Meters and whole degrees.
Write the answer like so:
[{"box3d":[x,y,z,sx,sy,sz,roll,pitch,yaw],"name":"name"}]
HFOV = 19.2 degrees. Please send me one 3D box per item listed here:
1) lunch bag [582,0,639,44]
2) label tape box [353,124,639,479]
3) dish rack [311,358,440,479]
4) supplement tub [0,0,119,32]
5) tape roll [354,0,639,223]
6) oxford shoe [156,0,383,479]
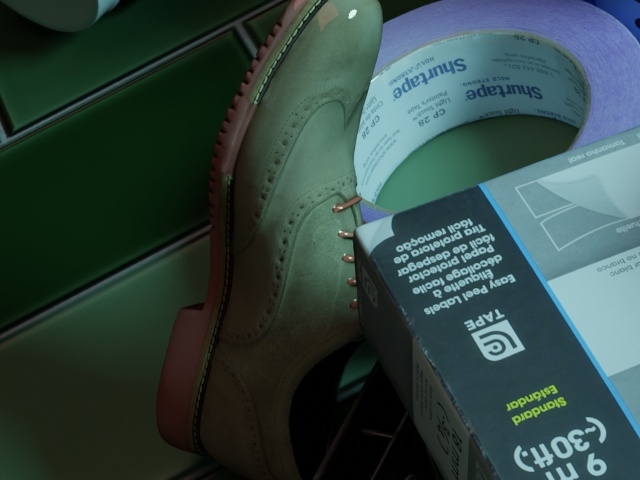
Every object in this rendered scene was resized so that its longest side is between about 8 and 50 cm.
[{"box3d":[0.226,-0.229,1.374,0.293,0.221,0.138,21,59,38],"name":"lunch bag"},{"box3d":[0.194,0.100,1.061,0.240,0.106,0.334,-20,54,-13],"name":"label tape box"},{"box3d":[0.142,0.149,1.151,0.271,0.074,0.208,9,53,31],"name":"dish rack"},{"box3d":[-0.174,-0.364,1.678,0.235,0.235,0.325,18,58,36],"name":"supplement tub"},{"box3d":[0.110,-0.057,1.356,0.274,0.090,0.275,-13,45,13],"name":"tape roll"},{"box3d":[0.000,0.000,1.221,0.130,0.348,0.123,25,26,25],"name":"oxford shoe"}]
